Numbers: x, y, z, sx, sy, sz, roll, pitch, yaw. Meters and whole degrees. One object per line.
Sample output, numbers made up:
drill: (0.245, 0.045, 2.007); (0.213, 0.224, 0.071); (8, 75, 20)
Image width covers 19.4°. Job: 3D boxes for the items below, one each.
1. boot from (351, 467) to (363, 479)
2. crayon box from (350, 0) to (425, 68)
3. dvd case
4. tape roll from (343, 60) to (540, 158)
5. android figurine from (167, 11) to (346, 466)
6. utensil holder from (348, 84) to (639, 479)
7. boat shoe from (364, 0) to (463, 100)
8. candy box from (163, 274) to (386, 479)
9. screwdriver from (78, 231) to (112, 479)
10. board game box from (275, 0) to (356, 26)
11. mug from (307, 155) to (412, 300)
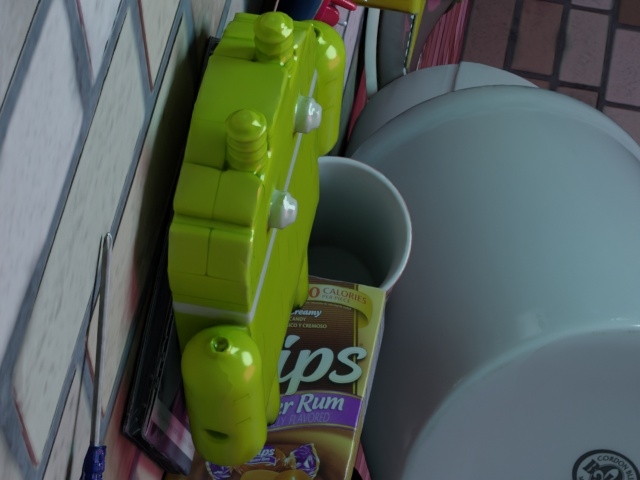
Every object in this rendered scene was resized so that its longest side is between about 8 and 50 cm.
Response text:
boot: (-0.020, 0.218, 1.454); (0.094, 0.246, 0.207); (-47, -148, 6)
crayon box: (0.064, -0.319, 1.450); (0.202, 0.081, 0.318); (-72, 169, -53)
dvd case: (-0.069, 0.015, 1.063); (0.164, 0.018, 0.221); (76, 25, -75)
tape roll: (0.131, -0.025, 1.799); (0.169, 0.246, 0.246); (-72, 170, -53)
android figurine: (-0.034, -0.010, 1.020); (0.273, 0.056, 0.248); (92, 10, -55)
utensil holder: (0.177, 0.096, 1.515); (0.385, 0.327, 0.327); (-106, -159, -61)
boat shoe: (0.110, -0.290, 1.863); (0.116, 0.097, 0.324); (65, 36, -80)
candy box: (-0.028, 0.109, 1.168); (0.053, 0.109, 0.187); (92, 9, -55)
screwdriver: (-0.099, 0.080, 0.855); (0.024, 0.025, 0.170); (-49, 149, -79)
board game box: (0.010, -0.169, 1.180); (0.133, 0.033, 0.169); (-49, -159, 51)
mug: (0.009, 0.004, 1.356); (0.169, 0.113, 0.150); (93, 11, -72)
